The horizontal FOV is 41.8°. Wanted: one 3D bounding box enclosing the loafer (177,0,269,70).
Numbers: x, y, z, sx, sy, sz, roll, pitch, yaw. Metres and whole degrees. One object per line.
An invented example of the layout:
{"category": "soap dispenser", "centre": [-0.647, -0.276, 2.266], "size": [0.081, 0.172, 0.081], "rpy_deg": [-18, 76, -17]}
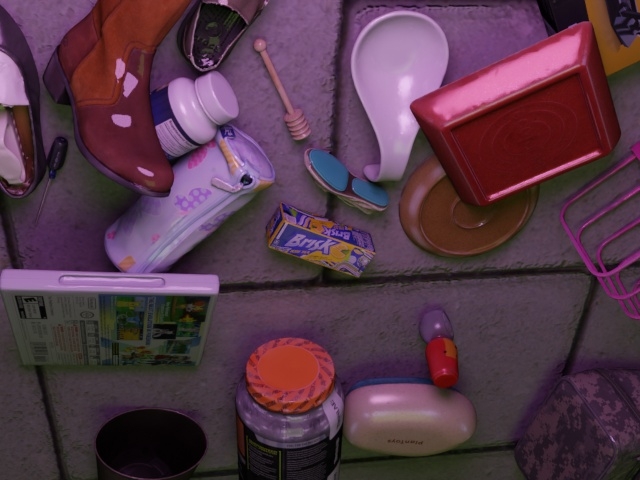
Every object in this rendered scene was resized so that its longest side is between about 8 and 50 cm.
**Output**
{"category": "loafer", "centre": [-0.099, -0.312, 1.054], "size": [0.094, 0.087, 0.251], "rpy_deg": [19, 122, -24]}

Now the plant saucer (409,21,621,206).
{"category": "plant saucer", "centre": [0.290, -0.155, 1.192], "size": [0.259, 0.047, 0.258], "rpy_deg": [-24, 141, 14]}

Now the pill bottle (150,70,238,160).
{"category": "pill bottle", "centre": [-0.200, -0.163, 1.135], "size": [0.169, 0.094, 0.094], "rpy_deg": [-23, 129, 19]}

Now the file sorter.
{"category": "file sorter", "centre": [0.555, 0.029, 1.378], "size": [0.182, 0.202, 0.291], "rpy_deg": [-38, 125, 20]}

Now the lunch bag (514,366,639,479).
{"category": "lunch bag", "centre": [0.579, 0.401, 1.684], "size": [0.256, 0.212, 0.305], "rpy_deg": [-7, 132, -27]}

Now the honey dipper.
{"category": "honey dipper", "centre": [-0.055, -0.214, 1.181], "size": [0.030, 0.030, 0.160], "rpy_deg": [-21, 125, 6]}

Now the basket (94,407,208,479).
{"category": "basket", "centre": [-0.332, 0.444, 1.574], "size": [0.204, 0.154, 0.226], "rpy_deg": [1, 132, -23]}

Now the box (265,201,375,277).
{"category": "box", "centre": [0.000, 0.000, 1.342], "size": [0.169, 0.054, 0.059], "rpy_deg": [20, 122, -23]}

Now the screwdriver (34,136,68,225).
{"category": "screwdriver", "centre": [-0.395, -0.082, 1.227], "size": [0.025, 0.024, 0.170], "rpy_deg": [-13, 143, -39]}

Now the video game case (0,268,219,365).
{"category": "video game case", "centre": [-0.324, 0.129, 1.310], "size": [0.300, 0.036, 0.329], "rpy_deg": [2, 152, -13]}

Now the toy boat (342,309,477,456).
{"category": "toy boat", "centre": [0.182, 0.274, 1.554], "size": [0.268, 0.148, 0.318], "rpy_deg": [9, 133, -11]}

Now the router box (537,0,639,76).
{"category": "router box", "centre": [0.397, -0.383, 1.096], "size": [0.243, 0.081, 0.309], "rpy_deg": [-26, 128, 10]}

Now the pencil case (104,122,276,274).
{"category": "pencil case", "centre": [-0.191, -0.049, 1.222], "size": [0.273, 0.124, 0.113], "rpy_deg": [-38, 138, 20]}

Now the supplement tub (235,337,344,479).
{"category": "supplement tub", "centre": [-0.055, 0.338, 1.510], "size": [0.194, 0.193, 0.316], "rpy_deg": [-4, 129, -8]}

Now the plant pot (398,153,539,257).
{"category": "plant pot", "centre": [0.245, -0.057, 1.358], "size": [0.236, 0.032, 0.236], "rpy_deg": [-6, 128, -7]}

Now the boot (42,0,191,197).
{"category": "boot", "centre": [-0.200, -0.226, 1.020], "size": [0.096, 0.264, 0.280], "rpy_deg": [6, 133, -52]}

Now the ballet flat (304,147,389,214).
{"category": "ballet flat", "centre": [0.031, -0.082, 1.286], "size": [0.168, 0.057, 0.052], "rpy_deg": [30, 145, -27]}

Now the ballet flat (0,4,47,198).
{"category": "ballet flat", "centre": [-0.412, -0.174, 1.098], "size": [0.095, 0.096, 0.280], "rpy_deg": [-7, 129, -4]}

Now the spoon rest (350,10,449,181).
{"category": "spoon rest", "centre": [0.106, -0.193, 1.192], "size": [0.137, 0.084, 0.276], "rpy_deg": [-4, 129, -8]}
